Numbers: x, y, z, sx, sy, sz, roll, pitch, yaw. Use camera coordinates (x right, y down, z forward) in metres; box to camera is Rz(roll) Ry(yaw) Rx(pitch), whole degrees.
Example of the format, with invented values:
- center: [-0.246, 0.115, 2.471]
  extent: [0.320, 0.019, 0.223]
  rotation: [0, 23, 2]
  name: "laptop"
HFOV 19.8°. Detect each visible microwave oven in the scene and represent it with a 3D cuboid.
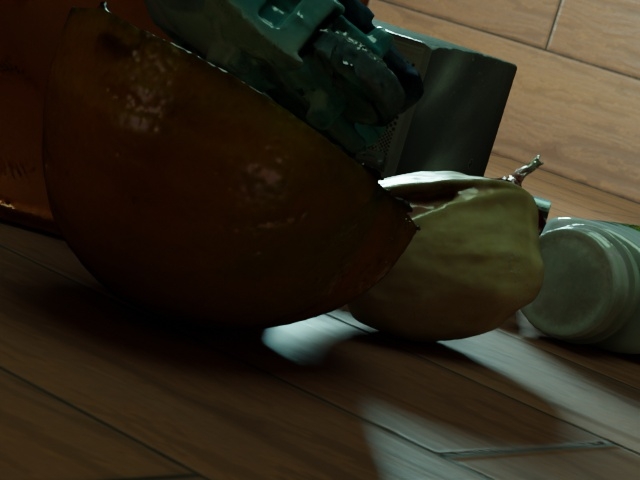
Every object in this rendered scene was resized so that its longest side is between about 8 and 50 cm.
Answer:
- center: [-0.004, -0.208, 2.568]
  extent: [0.432, 0.236, 0.374]
  rotation: [20, 10, 25]
  name: "microwave oven"

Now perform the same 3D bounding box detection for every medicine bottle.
- center: [0.320, 0.047, 1.905]
  extent: [0.179, 0.124, 0.324]
  rotation: [33, 17, 30]
  name: "medicine bottle"

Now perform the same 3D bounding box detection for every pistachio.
- center: [0.092, 0.009, 1.573]
  extent: [0.229, 0.157, 0.157]
  rotation: [1, 16, -40]
  name: "pistachio"

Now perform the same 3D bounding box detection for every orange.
- center: [-0.072, -0.055, 1.338]
  extent: [0.274, 0.310, 0.274]
  rotation: [-1, 45, 1]
  name: "orange"

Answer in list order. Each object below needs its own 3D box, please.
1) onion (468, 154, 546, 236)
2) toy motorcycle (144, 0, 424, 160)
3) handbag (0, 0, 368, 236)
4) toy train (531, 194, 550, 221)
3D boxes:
- center: [0.241, -0.054, 2.360]
  extent: [0.150, 0.140, 0.150]
  rotation: [33, 3, -2]
  name: "onion"
- center: [-0.047, -0.162, 1.440]
  extent: [0.260, 0.154, 0.206]
  rotation: [39, -13, 0]
  name: "toy motorcycle"
- center: [-0.189, -0.153, 1.588]
  extent: [0.410, 0.303, 0.116]
  rotation: [16, 5, -6]
  name: "handbag"
- center: [0.222, -0.073, 2.775]
  extent: [0.252, 0.048, 0.055]
  rotation: [16, 6, 0]
  name: "toy train"
